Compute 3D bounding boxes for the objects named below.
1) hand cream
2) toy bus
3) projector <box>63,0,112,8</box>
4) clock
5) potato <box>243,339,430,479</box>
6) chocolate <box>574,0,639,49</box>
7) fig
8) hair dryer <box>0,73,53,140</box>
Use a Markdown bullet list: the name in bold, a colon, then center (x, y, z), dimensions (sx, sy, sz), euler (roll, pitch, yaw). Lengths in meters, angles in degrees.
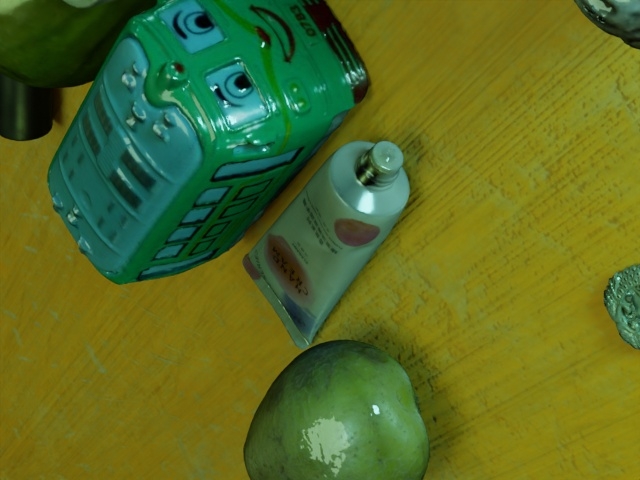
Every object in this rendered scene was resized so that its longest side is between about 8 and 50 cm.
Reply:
- **hand cream**: center (0.000, 0.000, 1.095), dimensions (0.124, 0.077, 0.341), euler (54, 147, 11)
- **toy bus**: center (-0.132, -0.102, 1.081), dimensions (0.184, 0.199, 0.343), euler (57, 141, 10)
- **projector**: center (-0.093, -0.342, 0.843), dimensions (0.248, 0.249, 0.249), euler (-18, 96, 53)
- **clock**: center (0.257, 0.053, 0.860), dimensions (0.083, 0.010, 0.074), euler (-32, 85, 52)
- **potato**: center (0.009, 0.207, 1.138), dimensions (0.251, 0.159, 0.174), euler (-39, 53, 41)
- **chocolate**: center (0.177, -0.242, 0.698), dimensions (0.110, 0.110, 0.248), euler (-21, 98, 53)
- **fig**: center (-0.241, -0.302, 1.116), dimensions (0.314, 0.233, 0.233), euler (-47, 72, 23)
- **hair dryer**: center (-0.426, -0.274, 1.441), dimensions (0.248, 0.078, 0.196), euler (43, 138, 33)
